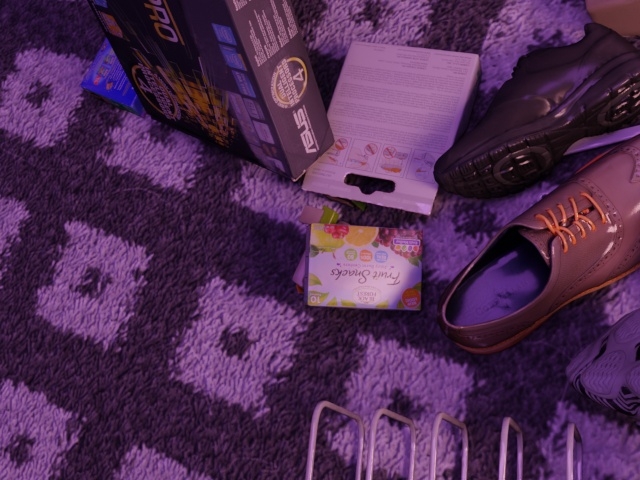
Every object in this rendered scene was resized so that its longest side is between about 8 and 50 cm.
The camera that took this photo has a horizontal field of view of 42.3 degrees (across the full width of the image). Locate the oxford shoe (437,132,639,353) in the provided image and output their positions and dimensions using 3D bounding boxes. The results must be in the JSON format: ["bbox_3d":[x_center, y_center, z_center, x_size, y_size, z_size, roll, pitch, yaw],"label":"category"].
[{"bbox_3d":[0.283,-0.002,0.919,0.364,0.133,0.130,-43,69,6],"label":"oxford shoe"}]

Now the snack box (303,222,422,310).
[{"bbox_3d":[0.052,0.033,1.010,0.141,0.037,0.100,3,86,-11],"label":"snack box"}]

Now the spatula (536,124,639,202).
[{"bbox_3d":[0.373,-0.131,0.996,0.242,0.019,0.168,-12,72,20],"label":"spatula"}]

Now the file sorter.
[{"bbox_3d":[0.136,0.273,0.871,0.278,0.193,0.173,1,72,20],"label":"file sorter"}]

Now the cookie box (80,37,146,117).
[{"bbox_3d":[-0.298,-0.250,1.262,0.107,0.040,0.091,24,84,25],"label":"cookie box"}]

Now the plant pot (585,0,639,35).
[{"bbox_3d":[0.373,-0.308,1.001,0.096,0.109,0.109,-15,70,29],"label":"plant pot"}]

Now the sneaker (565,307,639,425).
[{"bbox_3d":[0.372,0.173,0.761,0.137,0.366,0.210,-37,91,-8],"label":"sneaker"}]

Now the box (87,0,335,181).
[{"bbox_3d":[-0.164,-0.283,1.002,0.318,0.395,0.097,24,59,36],"label":"box"}]

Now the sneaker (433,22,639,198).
[{"bbox_3d":[0.255,-0.154,0.993,0.286,0.109,0.130,-30,58,1],"label":"sneaker"}]

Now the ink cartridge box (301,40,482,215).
[{"bbox_3d":[0.094,-0.145,1.075,0.181,0.056,0.224,13,78,22],"label":"ink cartridge box"}]

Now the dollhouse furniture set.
[{"bbox_3d":[0.000,0.000,1.067,0.059,0.076,0.151,19,80,37],"label":"dollhouse furniture set"}]
